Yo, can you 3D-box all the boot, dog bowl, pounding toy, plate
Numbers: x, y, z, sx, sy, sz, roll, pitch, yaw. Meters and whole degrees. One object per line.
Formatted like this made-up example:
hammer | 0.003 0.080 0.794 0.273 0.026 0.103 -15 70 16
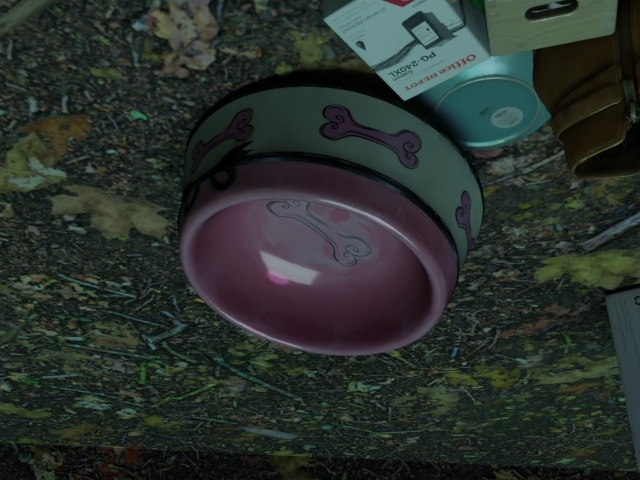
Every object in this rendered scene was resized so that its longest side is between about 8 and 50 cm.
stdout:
boot | 0.333 -0.180 0.652 0.283 0.220 0.109 -14 146 22
dog bowl | 0.000 0.000 0.940 0.407 0.150 0.408 10 143 7
pounding toy | 0.182 -0.237 0.646 0.141 0.130 0.100 -8 148 14
plate | 0.198 -0.160 0.879 0.188 0.024 0.188 0 148 0

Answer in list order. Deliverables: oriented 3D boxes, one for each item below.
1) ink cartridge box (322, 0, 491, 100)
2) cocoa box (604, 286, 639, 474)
ink cartridge box | 0.090 -0.223 0.735 0.109 0.063 0.150 -22 143 32
cocoa box | 0.667 0.263 1.272 0.231 0.347 0.228 -17 146 27
